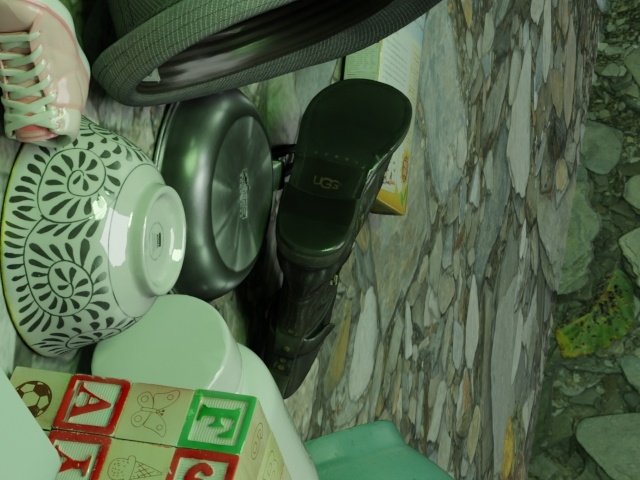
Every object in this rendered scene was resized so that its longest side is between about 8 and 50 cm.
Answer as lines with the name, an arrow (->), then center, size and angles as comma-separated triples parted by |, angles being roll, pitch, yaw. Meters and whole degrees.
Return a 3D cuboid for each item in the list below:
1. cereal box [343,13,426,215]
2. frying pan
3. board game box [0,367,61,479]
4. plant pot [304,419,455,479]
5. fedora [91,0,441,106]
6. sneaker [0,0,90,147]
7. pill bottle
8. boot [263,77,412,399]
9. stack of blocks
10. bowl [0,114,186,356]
cereal box -> 0.066, -0.157, 1.762 | 0.173, 0.047, 0.240 | 25, 69, -71
frying pan -> -0.065, -0.027, 1.392 | 0.326, 0.053, 0.197 | 33, 64, -67
board game box -> -0.250, 0.111, 0.406 | 0.097, 0.303, 0.224 | 72, 28, -50
plant pot -> 0.015, 0.273, 1.387 | 0.196, 0.293, 0.293 | 69, 13, 14
fedora -> -0.049, -0.194, 1.144 | 0.275, 0.244, 0.124 | -19, 85, -28
sneaker -> -0.178, -0.103, 1.001 | 0.134, 0.051, 0.070 | 66, 28, -64
pill bottle -> -0.087, 0.146, 1.211 | 0.229, 0.131, 0.131 | 69, 30, -50
boot -> 0.000, 0.000, 1.493 | 0.229, 0.091, 0.263 | 101, 13, -50
stack of blocks -> -0.103, 0.211, 1.113 | 0.297, 0.171, 0.087 | 73, 27, -50
bowl -> -0.141, -0.003, 1.095 | 0.170, 0.080, 0.170 | 3, 90, -73
